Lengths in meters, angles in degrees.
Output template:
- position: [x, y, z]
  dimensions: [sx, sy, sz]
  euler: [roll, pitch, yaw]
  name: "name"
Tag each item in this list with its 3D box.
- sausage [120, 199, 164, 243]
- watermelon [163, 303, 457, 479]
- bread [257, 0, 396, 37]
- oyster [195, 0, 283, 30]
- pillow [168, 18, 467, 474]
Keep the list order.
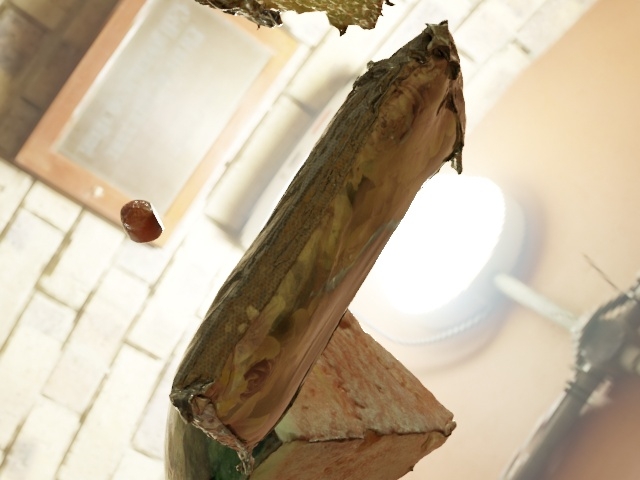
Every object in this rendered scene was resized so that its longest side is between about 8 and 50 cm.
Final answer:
- position: [-0.276, -0.029, 1.760]
  dimensions: [0.054, 0.094, 0.059]
  euler: [-23, -110, -3]
  name: "sausage"
- position: [-0.042, 0.190, 1.126]
  dimensions: [0.250, 0.293, 0.283]
  euler: [-34, -141, 28]
  name: "watermelon"
- position: [0.012, -0.266, 0.941]
  dimensions: [0.229, 0.143, 0.139]
  euler: [109, 1, -81]
  name: "bread"
- position: [-0.113, -0.275, 1.195]
  dimensions: [0.056, 0.177, 0.105]
  euler: [-53, 170, -22]
  name: "oyster"
- position: [0.000, 0.000, 0.618]
  dimensions: [0.255, 0.059, 0.169]
  euler: [-56, 164, -10]
  name: "pillow"
